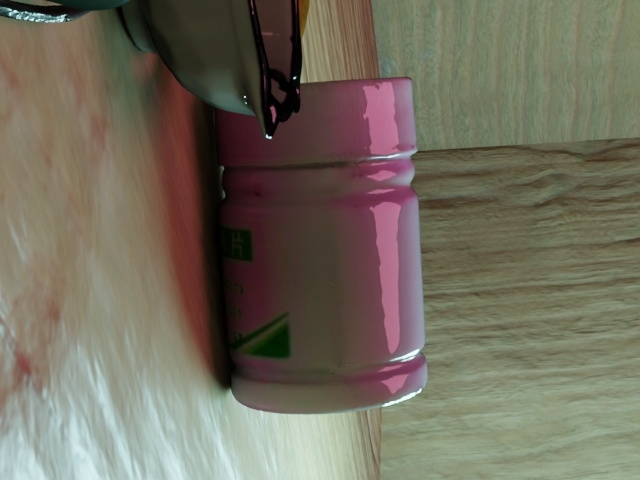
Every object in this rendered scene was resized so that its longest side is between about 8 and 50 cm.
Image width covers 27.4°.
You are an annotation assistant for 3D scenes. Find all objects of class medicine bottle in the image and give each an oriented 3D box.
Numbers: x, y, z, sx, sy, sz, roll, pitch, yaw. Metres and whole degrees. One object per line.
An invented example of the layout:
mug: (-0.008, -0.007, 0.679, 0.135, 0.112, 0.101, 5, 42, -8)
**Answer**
medicine bottle: (0.000, 0.000, 1.349, 0.212, 0.212, 0.325, -50, 137, -80)

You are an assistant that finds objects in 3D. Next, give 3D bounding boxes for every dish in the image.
dish: (-0.092, -0.224, 1.053, 0.303, 0.120, 0.303, -3, 90, -83)

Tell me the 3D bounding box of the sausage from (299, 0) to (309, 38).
sausage: (-0.058, -0.328, 1.469, 0.109, 0.109, 0.270, 70, 19, -67)

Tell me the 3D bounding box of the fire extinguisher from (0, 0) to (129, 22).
fire extinguisher: (-0.146, -0.177, 0.741, 0.294, 0.093, 0.118, -43, 156, -81)
